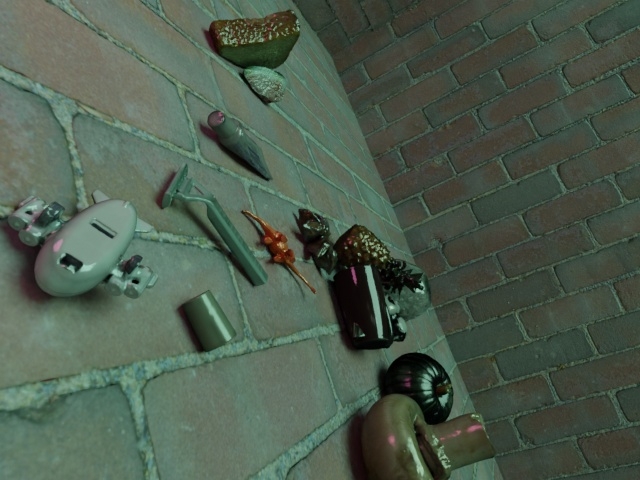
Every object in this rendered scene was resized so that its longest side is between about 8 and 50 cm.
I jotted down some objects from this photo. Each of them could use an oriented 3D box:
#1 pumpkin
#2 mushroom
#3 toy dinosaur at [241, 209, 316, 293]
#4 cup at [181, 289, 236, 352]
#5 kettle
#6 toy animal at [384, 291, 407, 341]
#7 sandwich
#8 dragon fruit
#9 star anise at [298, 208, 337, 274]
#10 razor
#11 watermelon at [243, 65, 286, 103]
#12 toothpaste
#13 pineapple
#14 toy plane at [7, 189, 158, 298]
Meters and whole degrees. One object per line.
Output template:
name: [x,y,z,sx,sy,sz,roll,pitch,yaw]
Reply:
pumpkin: [0.319,0.477,1.313,0.250,0.216,0.249,18,59,-34]
mushroom: [0.251,0.496,0.969,0.292,0.290,0.292,59,16,-28]
toy dinosaur: [-0.087,0.032,0.985,0.279,0.055,0.101,58,-3,-15]
cup: [-0.171,0.122,0.653,0.083,0.054,0.075,62,20,-3]
kettle: [0.139,0.212,1.250,0.202,0.144,0.232,24,50,-51]
toy animal: [0.213,0.257,1.396,0.166,0.138,0.179,64,14,-66]
sandwich: [-0.224,-0.616,1.321,0.254,0.288,0.099,-5,-73,63]
dragon fruit: [0.312,0.172,1.655,0.283,0.221,0.204,-76,144,-58]
star anise: [-0.008,-0.010,1.228,0.197,0.073,0.212,42,27,-55]
razor: [-0.181,-0.015,0.789,0.278,0.056,0.111,54,21,-31]
watermelon: [-0.193,-0.519,1.367,0.180,0.081,0.094,18,65,-45]
toothpaste: [-0.193,-0.240,1.043,0.282,0.069,0.099,32,65,-69]
pineapple: [0.206,0.089,1.389,0.340,0.169,0.169,37,24,-6]
toy plane: [-0.270,0.003,0.493,0.174,0.080,0.174,36,29,-23]
